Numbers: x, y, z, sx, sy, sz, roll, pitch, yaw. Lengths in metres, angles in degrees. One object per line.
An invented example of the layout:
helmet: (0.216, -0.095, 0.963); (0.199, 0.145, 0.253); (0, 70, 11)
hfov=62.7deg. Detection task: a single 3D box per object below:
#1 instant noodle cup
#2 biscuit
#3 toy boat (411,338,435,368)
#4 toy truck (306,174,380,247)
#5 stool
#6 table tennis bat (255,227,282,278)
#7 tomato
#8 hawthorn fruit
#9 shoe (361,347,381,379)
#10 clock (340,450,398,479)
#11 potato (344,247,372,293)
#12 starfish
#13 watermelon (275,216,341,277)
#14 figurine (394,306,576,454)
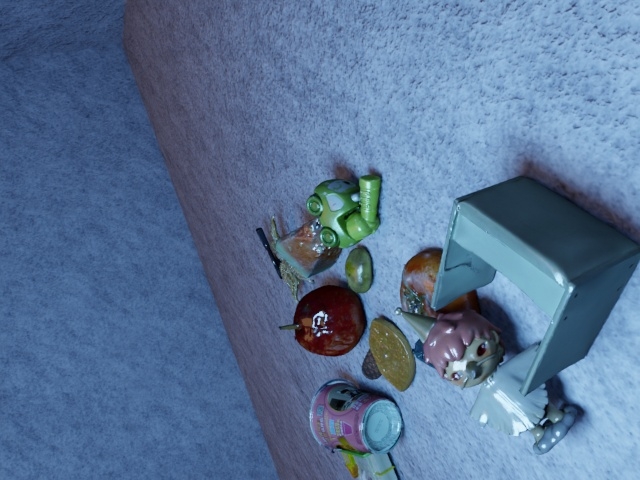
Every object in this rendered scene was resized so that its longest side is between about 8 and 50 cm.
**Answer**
instant noodle cup: (0.121, 0.575, 1.684); (0.255, 0.243, 0.244); (-13, 96, 58)
biscuit: (0.206, 0.323, 1.502); (0.142, 0.028, 0.221); (-34, 77, 47)
toy boat: (0.296, 0.292, 1.302); (0.141, 0.060, 0.055); (21, 125, 50)
toy truck: (0.082, -0.075, 1.394); (0.210, 0.148, 0.187); (-2, 105, 38)
stool: (0.349, 0.069, 0.904); (0.244, 0.170, 0.270); (47, 147, 41)
table tennis bat: (-0.199, 0.051, 2.092); (0.150, 0.027, 0.237); (-122, 8, -63)
tomato: (0.260, 0.144, 1.225); (0.237, 0.095, 0.237); (45, 145, 44)
hawthorn fruit: (-0.002, 0.257, 1.647); (0.210, 0.265, 0.230); (-114, 22, -57)
shoe: (0.181, 0.343, 1.585); (0.071, 0.049, 0.179); (32, 119, 32)
clock: (0.192, 0.829, 1.825); (0.256, 0.106, 0.220); (67, 155, 7)
potato: (0.110, 0.090, 1.515); (0.091, 0.070, 0.138); (24, 128, 56)
starfish: (-0.108, 0.086, 1.923); (0.301, 0.084, 0.294); (108, 140, -62)
watermelon: (0.000, 0.000, 1.585); (0.256, 0.192, 0.140); (-44, 68, 48)
figurine: (0.314, 0.243, 1.048); (0.387, 0.166, 0.207); (42, 113, 17)
